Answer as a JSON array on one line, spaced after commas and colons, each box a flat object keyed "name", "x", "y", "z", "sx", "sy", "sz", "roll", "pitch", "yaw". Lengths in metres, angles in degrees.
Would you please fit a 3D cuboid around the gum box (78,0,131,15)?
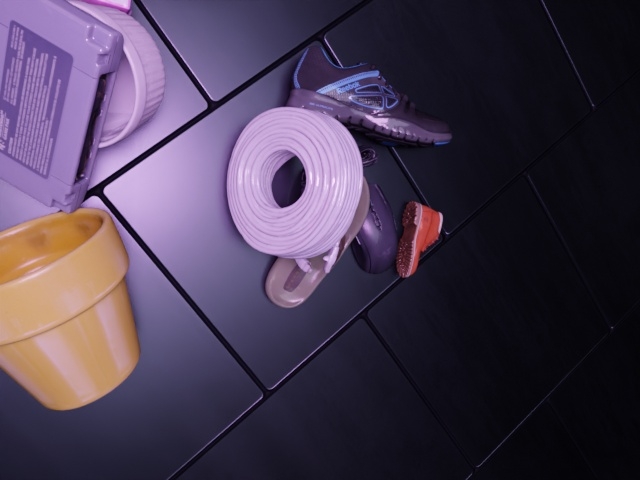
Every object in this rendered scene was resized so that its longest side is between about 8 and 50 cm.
[{"name": "gum box", "x": -0.380, "y": -0.390, "z": 0.791, "sx": 0.189, "sy": 0.107, "sz": 0.062, "roll": 7, "pitch": 93, "yaw": -27}]

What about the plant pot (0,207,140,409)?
[{"name": "plant pot", "x": -0.393, "y": 0.111, "z": 0.782, "sx": 0.254, "sy": 0.254, "sz": 0.238, "roll": -24, "pitch": 117, "yaw": -17}]

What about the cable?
[{"name": "cable", "x": -0.052, "y": -0.097, "z": 0.883, "sx": 0.089, "sy": 0.257, "sz": 0.256, "roll": 1, "pitch": 118, "yaw": -57}]

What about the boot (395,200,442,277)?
[{"name": "boot", "x": 0.209, "y": 0.005, "z": 1.085, "sx": 0.085, "sy": 0.059, "sz": 0.157, "roll": 14, "pitch": 89, "yaw": -26}]

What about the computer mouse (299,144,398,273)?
[{"name": "computer mouse", "x": 0.063, "y": -0.046, "z": 1.022, "sx": 0.184, "sy": 0.060, "sz": 0.261, "roll": -16, "pitch": 100, "yaw": -19}]

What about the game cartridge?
[{"name": "game cartridge", "x": -0.404, "y": -0.203, "z": 0.741, "sx": 0.198, "sy": 0.062, "sz": 0.297, "roll": 33, "pitch": 121, "yaw": 5}]

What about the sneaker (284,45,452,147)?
[{"name": "sneaker", "x": 0.109, "y": -0.261, "z": 0.986, "sx": 0.341, "sy": 0.125, "sz": 0.139, "roll": 11, "pitch": 89, "yaw": -22}]

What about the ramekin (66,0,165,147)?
[{"name": "ramekin", "x": -0.335, "y": -0.252, "z": 0.787, "sx": 0.207, "sy": 0.109, "sz": 0.207, "roll": 8, "pitch": 117, "yaw": 15}]

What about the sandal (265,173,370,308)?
[{"name": "sandal", "x": 0.001, "y": 0.002, "z": 0.961, "sx": 0.120, "sy": 0.086, "sz": 0.302, "roll": 26, "pitch": 99, "yaw": -9}]
